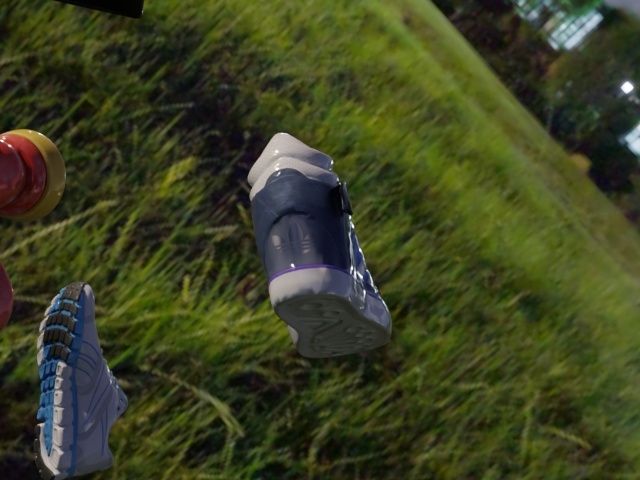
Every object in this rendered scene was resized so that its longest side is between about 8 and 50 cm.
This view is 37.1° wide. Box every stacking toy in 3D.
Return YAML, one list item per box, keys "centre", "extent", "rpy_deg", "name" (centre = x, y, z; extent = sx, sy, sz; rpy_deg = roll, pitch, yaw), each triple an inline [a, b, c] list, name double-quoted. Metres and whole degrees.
- centre: [-0.505, -0.024, 1.208]
  extent: [0.279, 0.309, 0.130]
  rpy_deg: [23, 8, 11]
  name: "stacking toy"

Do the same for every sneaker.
- centre: [-0.229, 0.136, 0.932]
  extent: [0.083, 0.190, 0.071]
  rpy_deg: [7, -6, -39]
  name: "sneaker"
- centre: [-0.001, 0.000, 1.161]
  extent: [0.323, 0.130, 0.236]
  rpy_deg: [56, 23, -67]
  name: "sneaker"

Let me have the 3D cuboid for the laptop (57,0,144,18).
- centre: [-0.421, -0.571, 1.339]
  extent: [0.236, 0.382, 0.408]
  rpy_deg: [-11, 43, -35]
  name: "laptop"
